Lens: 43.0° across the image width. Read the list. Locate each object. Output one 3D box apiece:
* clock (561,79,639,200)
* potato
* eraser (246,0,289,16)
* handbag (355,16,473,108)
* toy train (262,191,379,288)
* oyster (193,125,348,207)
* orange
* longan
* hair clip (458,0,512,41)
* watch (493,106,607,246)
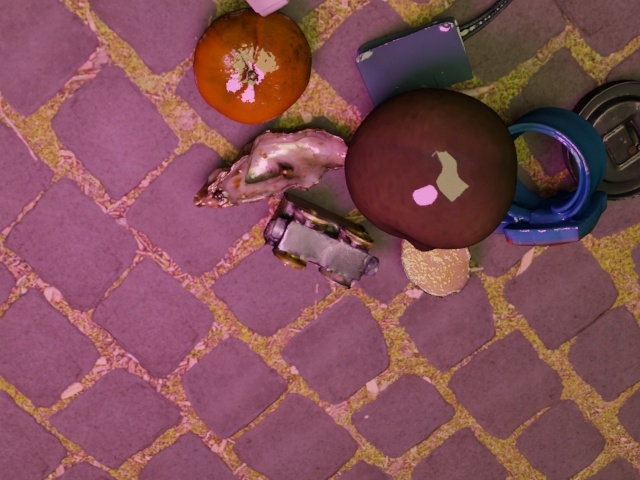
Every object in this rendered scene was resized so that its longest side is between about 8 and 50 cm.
[{"bbox_3d":[0.681,-0.226,1.838,0.280,0.055,0.281,-3,112,-7],"label":"clock"},{"bbox_3d":[0.266,0.029,1.868,0.164,0.081,0.201,-19,110,9],"label":"potato"},{"bbox_3d":[-0.152,-0.560,1.489,0.081,0.124,0.279,-15,132,39],"label":"eraser"},{"bbox_3d":[0.195,-0.366,1.691,0.221,0.057,0.144,-17,118,16],"label":"handbag"},{"bbox_3d":[0.000,0.000,1.766,0.260,0.177,0.134,24,106,-17],"label":"toy train"},{"bbox_3d":[-0.110,-0.155,1.730,0.341,0.110,0.166,-31,117,2],"label":"oyster"},{"bbox_3d":[-0.134,-0.347,1.616,0.240,0.171,0.240,-3,110,-8],"label":"orange"},{"bbox_3d":[0.221,-0.140,1.645,0.360,0.361,0.361,-3,111,-7],"label":"longan"},{"bbox_3d":[0.348,-0.484,1.705,0.275,0.048,0.083,-38,101,3],"label":"hair clip"},{"bbox_3d":[0.456,-0.143,1.765,0.305,0.241,0.275,3,116,34],"label":"watch"}]
